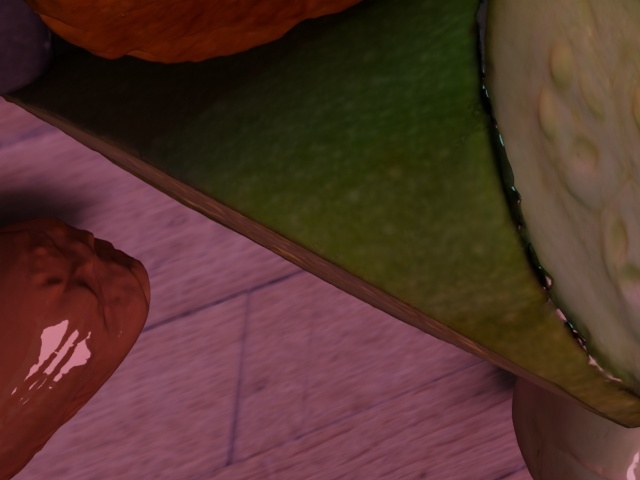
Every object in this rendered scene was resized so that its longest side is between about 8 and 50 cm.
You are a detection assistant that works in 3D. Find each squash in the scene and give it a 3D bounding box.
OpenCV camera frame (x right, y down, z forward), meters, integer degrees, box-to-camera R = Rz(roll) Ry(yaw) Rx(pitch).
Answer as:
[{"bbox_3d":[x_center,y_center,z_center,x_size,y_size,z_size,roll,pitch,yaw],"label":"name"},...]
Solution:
[{"bbox_3d":[0.000,0.000,0.688,0.260,0.189,0.189,-17,161,33],"label":"squash"}]

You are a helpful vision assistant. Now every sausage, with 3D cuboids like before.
[{"bbox_3d":[-0.187,0.099,0.853,0.289,0.086,0.086,-43,149,20],"label":"sausage"}]

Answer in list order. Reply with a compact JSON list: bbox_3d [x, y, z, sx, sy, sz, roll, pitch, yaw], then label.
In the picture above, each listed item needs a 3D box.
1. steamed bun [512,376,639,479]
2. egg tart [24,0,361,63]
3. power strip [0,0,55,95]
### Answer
[{"bbox_3d":[0.211,0.067,1.120,0.239,0.170,0.152,-38,127,3],"label":"steamed bun"},{"bbox_3d":[-0.038,-0.157,0.536,0.215,0.171,0.215,-24,163,-7],"label":"egg tart"},{"bbox_3d":[-0.205,-0.059,0.626,0.257,0.070,0.105,-24,152,-14],"label":"power strip"}]
